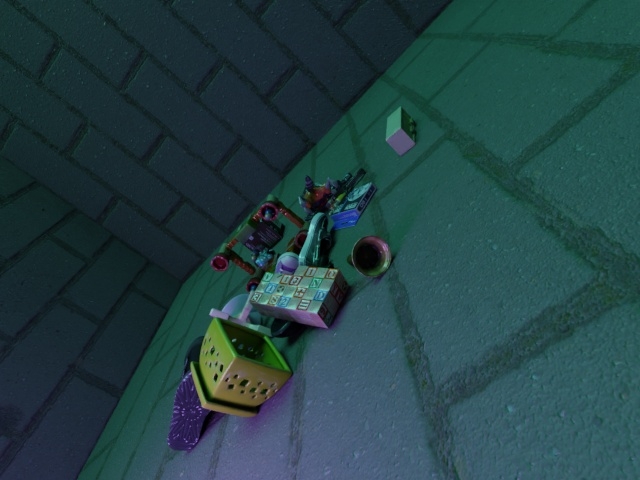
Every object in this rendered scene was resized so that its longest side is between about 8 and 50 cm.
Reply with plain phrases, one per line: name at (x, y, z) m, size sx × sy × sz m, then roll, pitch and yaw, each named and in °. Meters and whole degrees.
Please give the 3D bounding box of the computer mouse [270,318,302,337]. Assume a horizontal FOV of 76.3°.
computer mouse at (-0.078, 0.243, 1.451) m, size 0.188 × 0.072 × 0.272 m, roll -18°, pitch 32°, yaw 49°

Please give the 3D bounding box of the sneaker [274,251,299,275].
sneaker at (-0.159, 0.185, 1.668) m, size 0.161 × 0.102 × 0.282 m, roll -79°, pitch 13°, yaw -49°

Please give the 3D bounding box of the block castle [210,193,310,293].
block castle at (-0.270, 0.038, 1.920) m, size 0.453 × 0.303 × 0.213 m, roll -43°, pitch 20°, yaw 22°

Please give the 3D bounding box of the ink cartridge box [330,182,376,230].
ink cartridge box at (0.128, -0.143, 1.764) m, size 0.208 × 0.045 × 0.206 m, roll -59°, pitch 21°, yaw -21°

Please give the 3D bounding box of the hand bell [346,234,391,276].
hand bell at (0.126, 0.057, 1.328) m, size 0.126 × 0.126 × 0.242 m, roll -54°, pitch 8°, yaw -12°

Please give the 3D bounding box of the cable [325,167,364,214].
cable at (0.124, -0.230, 1.971) m, size 0.287 × 0.072 × 0.139 m, roll -45°, pitch -2°, yaw -27°

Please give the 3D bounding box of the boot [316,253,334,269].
boot at (0.019, 0.102, 1.538) m, size 0.099 × 0.045 × 0.121 m, roll -21°, pitch 41°, yaw 59°

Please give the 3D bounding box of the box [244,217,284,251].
box at (-0.347, -0.042, 2.456) m, size 0.203 × 0.168 × 0.167 m, roll -42°, pitch 20°, yaw 21°

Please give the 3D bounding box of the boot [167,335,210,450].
boot at (-0.472, 0.519, 1.609) m, size 0.367 × 0.146 × 0.445 m, roll -63°, pitch 14°, yaw 12°

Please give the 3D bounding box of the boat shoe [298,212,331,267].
boat shoe at (0.000, 0.000, 1.699) m, size 0.102 × 0.108 × 0.301 m, roll 2°, pitch 44°, yaw 20°

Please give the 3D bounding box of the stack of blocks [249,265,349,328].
stack of blocks at (-0.074, 0.176, 1.359) m, size 0.296 × 0.087 × 0.171 m, roll 2°, pitch 49°, yaw 36°

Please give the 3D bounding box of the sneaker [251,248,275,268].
sneaker at (-0.300, 0.099, 2.236) m, size 0.125 × 0.104 × 0.262 m, roll -31°, pitch 19°, yaw -6°

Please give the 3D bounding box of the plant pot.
plant pot at (-0.264, 0.405, 1.269) m, size 0.207 × 0.228 × 0.227 m, roll -55°, pitch 37°, yaw 3°

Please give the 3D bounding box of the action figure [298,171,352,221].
action figure at (0.001, -0.265, 2.054) m, size 0.341 × 0.178 × 0.330 m, roll -46°, pitch 5°, yaw -3°

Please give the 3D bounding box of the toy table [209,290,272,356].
toy table at (-0.313, 0.333, 1.590) m, size 0.161 × 0.251 × 0.275 m, roll 137°, pitch 142°, yaw -66°

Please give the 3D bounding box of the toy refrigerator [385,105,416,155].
toy refrigerator at (0.363, -0.496, 1.822) m, size 0.094 × 0.102 × 0.270 m, roll -38°, pitch 21°, yaw 31°
